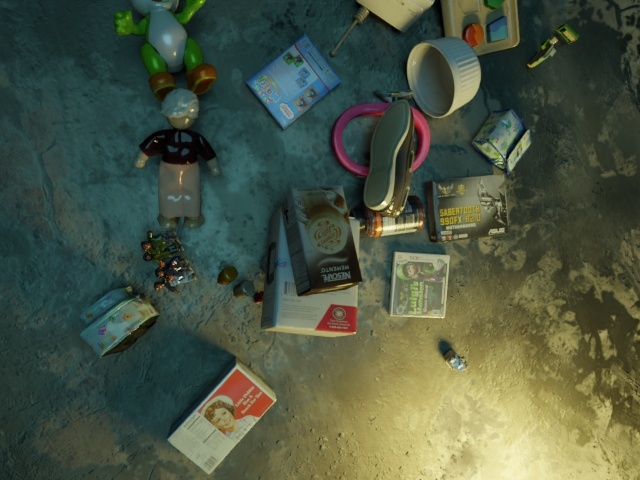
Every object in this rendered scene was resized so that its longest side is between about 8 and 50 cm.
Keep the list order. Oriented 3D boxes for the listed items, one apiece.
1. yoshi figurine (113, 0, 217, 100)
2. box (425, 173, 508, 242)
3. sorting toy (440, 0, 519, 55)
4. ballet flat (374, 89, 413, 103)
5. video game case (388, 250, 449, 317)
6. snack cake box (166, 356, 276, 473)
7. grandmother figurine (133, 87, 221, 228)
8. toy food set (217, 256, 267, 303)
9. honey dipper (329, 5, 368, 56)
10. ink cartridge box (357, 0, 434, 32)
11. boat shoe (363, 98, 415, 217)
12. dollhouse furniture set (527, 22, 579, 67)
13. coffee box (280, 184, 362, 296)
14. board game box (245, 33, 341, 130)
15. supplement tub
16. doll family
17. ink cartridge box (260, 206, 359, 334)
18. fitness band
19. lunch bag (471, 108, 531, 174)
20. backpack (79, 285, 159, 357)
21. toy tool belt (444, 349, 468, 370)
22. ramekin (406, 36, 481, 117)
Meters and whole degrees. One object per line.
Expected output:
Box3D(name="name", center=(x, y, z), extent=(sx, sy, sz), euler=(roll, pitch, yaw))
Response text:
Box3D(name="yoshi figurine", center=(-0.373, -0.539, 1.174), extent=(0.203, 0.203, 0.362), euler=(-18, 88, 25))
Box3D(name="box", center=(0.434, -0.095, 1.458), extent=(0.230, 0.056, 0.183), euler=(-6, 95, -11))
Box3D(name="sorting toy", center=(0.455, -0.692, 1.405), extent=(0.229, 0.041, 0.307), euler=(-16, 110, -9))
Box3D(name="ballet flat", center=(0.210, -0.410, 1.408), extent=(0.114, 0.041, 0.041), euler=(-3, 93, -10))
Box3D(name="video game case", center=(0.293, 0.131, 1.460), extent=(0.173, 0.022, 0.191), euler=(4, 92, -11))
Box3D(name="snack cake box", center=(-0.265, 0.469, 1.336), extent=(0.152, 0.089, 0.264), euler=(44, 84, -8))
Box3D(name="grandmother figurine", center=(-0.353, -0.201, 1.220), extent=(0.207, 0.104, 0.343), euler=(-3, 118, -25))
Box3D(name="toy food set", center=(-0.159, 0.110, 1.351), extent=(0.232, 0.104, 0.111), euler=(-11, 81, -28))
Box3D(name="honey dipper", center=(0.078, -0.581, 1.377), extent=(0.030, 0.030, 0.161), euler=(36, 88, -11))
Box3D(name="ink cartridge box", center=(0.235, -0.725, 1.316), extent=(0.171, 0.168, 0.233), euler=(28, 79, -12))
Box3D(name="boat shoe", center=(0.200, -0.220, 1.325), extent=(0.096, 0.116, 0.325), euler=(27, 68, -38))
Box3D(name="dollhouse furniture set", center=(0.696, -0.567, 1.474), extent=(0.058, 0.076, 0.152), euler=(39, 85, -10))
Box3D(name="coffee box", center=(0.000, 0.000, 1.191), extent=(0.141, 0.098, 0.247), euler=(-7, 78, -25))
Box3D(name="board game box", center=(-0.073, -0.431, 1.351), extent=(0.211, 0.039, 0.160), euler=(-41, 99, -7))
Box3D(name="supplement tub", center=(0.184, -0.066, 1.387), extent=(0.197, 0.106, 0.106), euler=(-7, 94, -10))
Box3D(name="doll family", center=(-0.405, 0.059, 1.291), extent=(0.111, 0.076, 0.193), euler=(-23, 103, -12))
Box3D(name="ink cartridge box", center=(-0.025, 0.087, 1.285), extent=(0.226, 0.131, 0.306), euler=(10, 71, -21))
Box3D(name="fitness band", center=(0.173, -0.283, 1.399), extent=(0.290, 0.054, 0.209), euler=(-4, 94, -12))
Box3D(name="lunch bag", center=(0.545, -0.290, 1.455), extent=(0.151, 0.096, 0.129), euler=(41, 82, -25))
Box3D(name="backpack", center=(-0.505, 0.202, 1.224), extent=(0.166, 0.188, 0.144), euler=(-37, 99, -6))
Box3D(name="toy tool belt", center=(0.414, 0.368, 1.481), extent=(0.083, 0.051, 0.052), euler=(38, 86, -11))
Box3D(name="ramekin", center=(0.341, -0.454, 1.351), extent=(0.109, 0.207, 0.207), euler=(-26, 98, -18))
